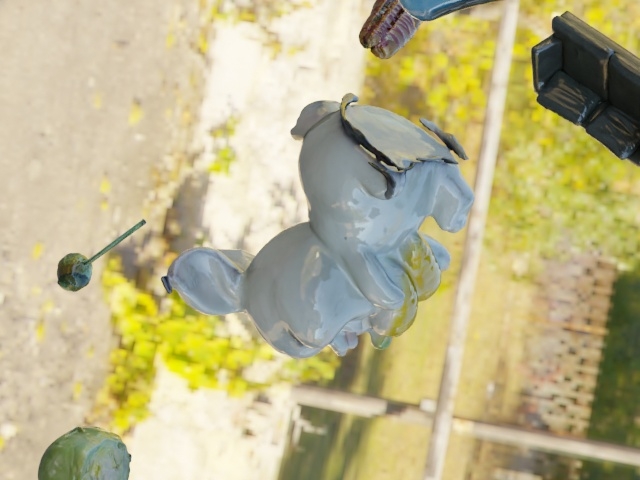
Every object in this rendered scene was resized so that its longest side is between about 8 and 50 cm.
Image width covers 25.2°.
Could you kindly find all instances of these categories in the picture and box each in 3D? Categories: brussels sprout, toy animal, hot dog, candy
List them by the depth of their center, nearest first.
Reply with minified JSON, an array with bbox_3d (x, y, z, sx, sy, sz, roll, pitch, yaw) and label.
[{"bbox_3d":[0.004,0.005,1.480,0.310,0.247,0.183,-55,178,26],"label":"toy animal"},{"bbox_3d":[0.086,-0.260,1.675,0.038,0.062,0.144,-55,180,44],"label":"hot dog"},{"bbox_3d":[-0.327,0.017,2.149,0.061,0.202,0.061,31,43,-33],"label":"candy"},{"bbox_3d":[-0.369,0.353,2.157,0.151,0.122,0.149,-59,146,-40],"label":"brussels sprout"}]

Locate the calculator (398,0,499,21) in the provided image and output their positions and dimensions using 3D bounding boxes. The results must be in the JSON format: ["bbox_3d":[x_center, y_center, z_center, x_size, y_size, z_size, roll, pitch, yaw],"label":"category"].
[{"bbox_3d":[0.156,-0.279,1.106,0.051,0.293,0.173,-10,83,-70],"label":"calculator"}]

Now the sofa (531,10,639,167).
[{"bbox_3d":[0.256,-0.135,1.310,0.060,0.147,0.085,-37,147,-17],"label":"sofa"}]
